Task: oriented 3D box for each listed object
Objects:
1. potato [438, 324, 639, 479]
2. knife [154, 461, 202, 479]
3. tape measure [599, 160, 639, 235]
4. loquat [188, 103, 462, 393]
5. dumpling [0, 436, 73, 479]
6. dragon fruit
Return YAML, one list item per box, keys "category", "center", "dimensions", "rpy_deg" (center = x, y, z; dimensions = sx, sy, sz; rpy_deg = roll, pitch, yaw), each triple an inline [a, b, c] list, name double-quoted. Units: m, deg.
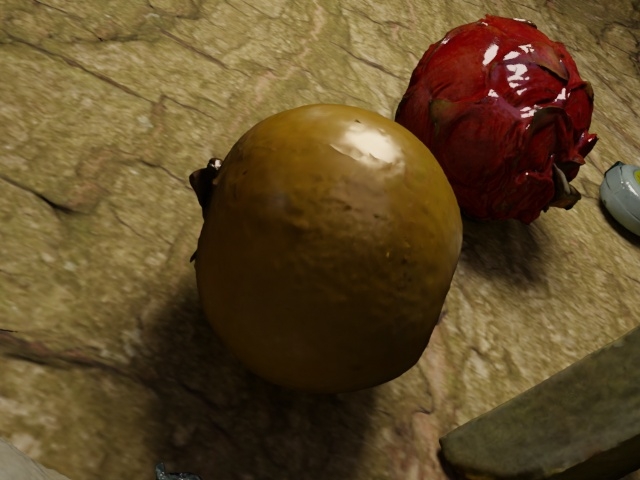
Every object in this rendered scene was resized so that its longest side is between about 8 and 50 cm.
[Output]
- category: "potato"
  center: [0.297, 0.164, 0.551]
  dimensions: [0.270, 0.255, 0.112]
  rpy_deg: [-7, 54, -31]
- category: "knife"
  center: [-0.092, 0.310, 0.397]
  dimensions: [0.044, 0.026, 0.296]
  rpy_deg: [2, 54, -21]
- category: "tape measure"
  center: [0.590, -0.007, 0.962]
  dimensions: [0.164, 0.084, 0.330]
  rpy_deg: [11, 47, -14]
- category: "loquat"
  center: [0.000, 0.000, 0.544]
  dimensions: [0.275, 0.274, 0.274]
  rpy_deg: [14, 47, -15]
- category: "dumpling"
  center: [-0.257, 0.176, 0.336]
  dimensions: [0.216, 0.166, 0.126]
  rpy_deg: [25, 74, -9]
- category: "dragon fruit"
  center: [0.253, -0.180, 0.824]
  dimensions: [0.278, 0.277, 0.342]
  rpy_deg: [-6, 57, -30]
